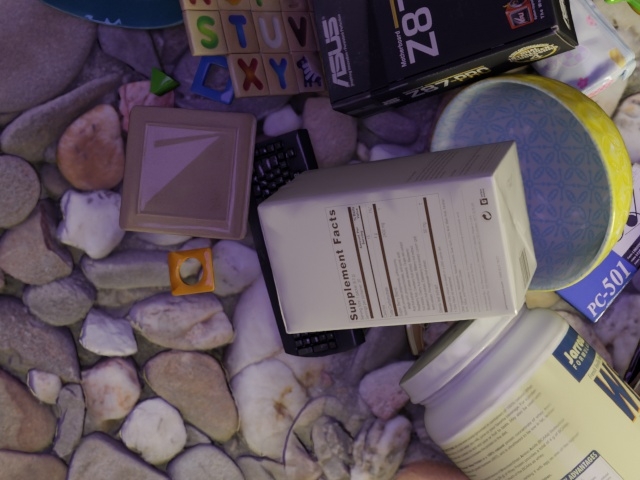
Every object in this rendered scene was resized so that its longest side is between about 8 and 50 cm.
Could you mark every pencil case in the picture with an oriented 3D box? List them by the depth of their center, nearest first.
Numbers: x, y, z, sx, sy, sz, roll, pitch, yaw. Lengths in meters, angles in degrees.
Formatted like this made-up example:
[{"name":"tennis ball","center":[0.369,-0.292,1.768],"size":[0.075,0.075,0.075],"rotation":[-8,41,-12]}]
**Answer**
[{"name":"pencil case","center":[0.310,-0.314,1.404],"size":[0.124,0.113,0.273],"rotation":[-33,88,28]}]

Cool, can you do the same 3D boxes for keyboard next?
[{"name":"keyboard","center":[0.000,0.000,1.456],"size":[0.202,0.033,0.317],"rotation":[-16,89,19]}]

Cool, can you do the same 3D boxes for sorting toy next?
[{"name":"sorting toy","center":[-0.187,-0.095,1.487],"size":[0.196,0.047,0.347],"rotation":[5,88,12]}]

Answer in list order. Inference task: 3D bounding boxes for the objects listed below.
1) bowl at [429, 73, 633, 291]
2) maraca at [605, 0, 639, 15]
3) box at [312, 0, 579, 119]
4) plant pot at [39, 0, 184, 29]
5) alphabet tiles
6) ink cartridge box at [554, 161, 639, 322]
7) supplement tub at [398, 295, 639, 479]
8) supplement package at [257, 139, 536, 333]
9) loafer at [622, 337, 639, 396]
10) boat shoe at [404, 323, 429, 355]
[{"name":"bowl","center":[0.301,-0.093,1.370],"size":[0.156,0.289,0.289],"rotation":[-25,87,-38]},{"name":"maraca","center":[0.449,-0.348,1.393],"size":[0.186,0.099,0.127],"rotation":[12,64,-7]},{"name":"box","center":[0.135,-0.392,1.353],"size":[0.318,0.097,0.394],"rotation":[-15,79,30]},{"name":"plant pot","center":[-0.272,-0.460,1.398],"size":[0.272,0.271,0.255],"rotation":[9,77,5]},{"name":"alphabet tiles","center":[-0.086,-0.360,1.383],"size":[0.011,0.285,0.342],"rotation":[-13,89,43]},{"name":"ink cartridge box","center":[0.402,0.003,1.432],"size":[0.097,0.046,0.207],"rotation":[39,94,5]},{"name":"supplement tub","center":[0.284,0.237,1.348],"size":[0.235,0.235,0.325],"rotation":[-44,87,4]},{"name":"supplement package","center":[0.101,-0.004,1.292],"size":[0.293,0.177,0.175],"rotation":[-6,106,22]},{"name":"loafer","center":[0.474,0.095,1.399],"size":[0.095,0.109,0.302],"rotation":[12,94,9]},{"name":"boat shoe","center":[0.139,0.083,1.454],"size":[0.048,0.056,0.153],"rotation":[-3,80,3]}]
